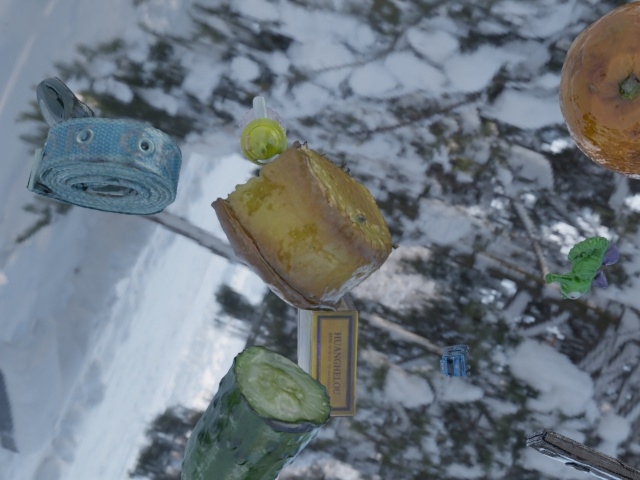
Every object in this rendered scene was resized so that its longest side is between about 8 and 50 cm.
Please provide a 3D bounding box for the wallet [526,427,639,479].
[{"bbox_3d":[0.538,0.443,1.923,0.124,0.230,0.042,106,5,-73],"label":"wallet"}]

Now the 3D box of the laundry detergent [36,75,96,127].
[{"bbox_3d":[-0.509,-0.252,1.947,0.221,0.078,0.144,36,-33,50],"label":"laundry detergent"}]

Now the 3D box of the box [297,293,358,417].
[{"bbox_3d":[0.008,0.185,1.765,0.301,0.084,0.193,-119,-150,-78],"label":"box"}]

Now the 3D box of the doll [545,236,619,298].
[{"bbox_3d":[0.438,0.046,1.588,0.190,0.115,0.050,94,-21,-57],"label":"doll"}]

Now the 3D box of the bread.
[{"bbox_3d":[0.000,0.000,1.430,0.194,0.179,0.340,-38,157,12],"label":"bread"}]

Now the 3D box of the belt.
[{"bbox_3d":[-0.254,-0.093,1.155,0.147,0.163,0.082,-34,-135,50],"label":"belt"}]

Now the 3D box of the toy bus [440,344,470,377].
[{"bbox_3d":[0.217,0.193,1.524,0.083,0.046,0.038,-30,115,-79],"label":"toy bus"}]

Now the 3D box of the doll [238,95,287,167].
[{"bbox_3d":[-0.095,-0.170,1.561,0.207,0.081,0.129,-104,-172,-72],"label":"doll"}]

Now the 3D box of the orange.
[{"bbox_3d":[0.483,-0.222,1.404,0.261,0.261,0.261,-159,-90,-88],"label":"orange"}]

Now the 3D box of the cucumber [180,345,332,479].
[{"bbox_3d":[-0.100,0.247,1.121,0.244,0.134,0.134,-55,-172,29],"label":"cucumber"}]
